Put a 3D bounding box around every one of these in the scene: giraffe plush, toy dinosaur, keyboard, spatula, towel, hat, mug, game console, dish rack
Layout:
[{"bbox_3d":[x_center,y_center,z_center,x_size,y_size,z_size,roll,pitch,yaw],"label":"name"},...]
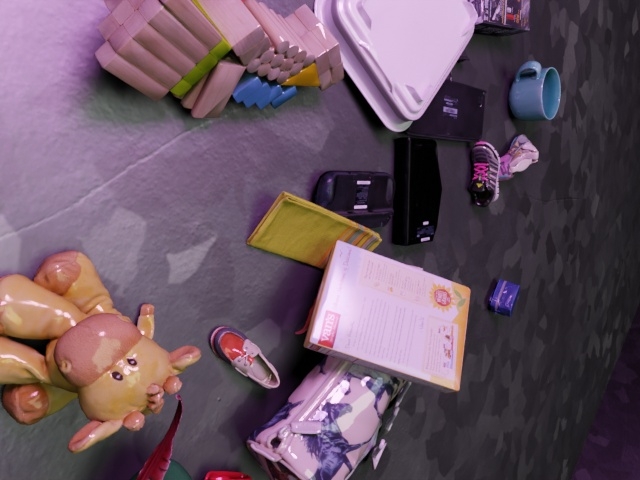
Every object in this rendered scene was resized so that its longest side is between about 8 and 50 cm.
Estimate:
[{"bbox_3d":[-0.229,0.124,0.463,0.210,0.170,0.181,41,68,-40],"label":"giraffe plush"},{"bbox_3d":[-0.001,0.113,0.780,0.090,0.047,0.082,-4,81,-34],"label":"toy dinosaur"},{"bbox_3d":[0.270,-0.319,0.978,0.317,0.033,0.202,-7,103,-45],"label":"keyboard"},{"bbox_3d":[0.137,0.354,0.880,0.168,0.019,0.242,-57,163,-24],"label":"spatula"},{"bbox_3d":[0.000,0.000,0.742,0.237,0.021,0.102,21,112,-44],"label":"towel"},{"bbox_3d":[-0.210,0.274,0.539,0.173,0.208,0.184,27,46,-86],"label":"hat"},{"bbox_3d":[0.556,-0.394,1.197,0.129,0.097,0.158,-31,117,-37],"label":"mug"},{"bbox_3d":[0.123,-0.092,0.864,0.361,0.044,0.213,-7,100,-44],"label":"game console"},{"bbox_3d":[0.161,-0.394,0.805,0.285,0.072,0.333,46,66,-31],"label":"dish rack"}]

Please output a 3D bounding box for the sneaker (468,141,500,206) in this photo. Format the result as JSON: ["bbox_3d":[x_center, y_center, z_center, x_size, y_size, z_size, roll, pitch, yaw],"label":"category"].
[{"bbox_3d":[0.394,-0.152,1.102,0.075,0.063,0.170,-45,131,-37],"label":"sneaker"}]

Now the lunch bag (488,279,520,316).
[{"bbox_3d":[0.510,0.163,1.273,0.098,0.065,0.067,-59,147,-21],"label":"lunch bag"}]

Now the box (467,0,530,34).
[{"bbox_3d":[0.381,-0.625,1.000,0.242,0.076,0.308,-19,110,-41],"label":"box"}]

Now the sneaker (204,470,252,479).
[{"bbox_3d":[-0.179,0.407,0.639,0.221,0.087,0.128,-15,99,-55],"label":"sneaker"}]

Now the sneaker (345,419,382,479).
[{"bbox_3d":[0.067,0.401,0.878,0.190,0.071,0.083,-44,131,-30],"label":"sneaker"}]

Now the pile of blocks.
[{"bbox_3d":[-0.116,-0.247,0.577,0.362,0.149,0.113,-14,64,-52],"label":"pile of blocks"}]

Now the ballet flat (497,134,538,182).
[{"bbox_3d":[0.529,-0.217,1.214,0.221,0.079,0.077,-40,122,-33],"label":"ballet flat"}]

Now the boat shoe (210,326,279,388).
[{"bbox_3d":[-0.110,0.177,0.680,0.049,0.043,0.137,-51,127,-23],"label":"boat shoe"}]

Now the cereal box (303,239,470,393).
[{"bbox_3d":[0.110,0.118,0.713,0.240,0.047,0.173,20,63,-6],"label":"cereal box"}]

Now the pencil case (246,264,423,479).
[{"bbox_3d":[0.058,0.228,0.768,0.410,0.159,0.184,-49,153,-26],"label":"pencil case"}]
